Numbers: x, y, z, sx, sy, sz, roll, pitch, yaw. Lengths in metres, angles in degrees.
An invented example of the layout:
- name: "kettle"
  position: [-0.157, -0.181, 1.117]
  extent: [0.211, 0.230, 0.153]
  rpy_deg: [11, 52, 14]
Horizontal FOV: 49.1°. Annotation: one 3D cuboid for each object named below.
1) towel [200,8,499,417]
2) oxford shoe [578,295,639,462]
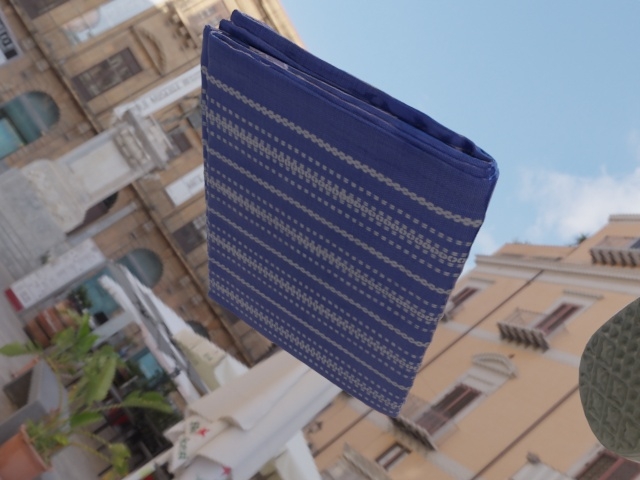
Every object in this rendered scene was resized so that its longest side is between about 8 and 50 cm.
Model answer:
- name: "towel"
  position: [0.000, 0.000, 0.589]
  extent: [0.243, 0.040, 0.336]
  rpy_deg: [32, -37, 18]
- name: "oxford shoe"
  position: [0.335, 0.043, 0.429]
  extent: [0.449, 0.130, 0.169]
  rpy_deg: [118, -27, -59]
